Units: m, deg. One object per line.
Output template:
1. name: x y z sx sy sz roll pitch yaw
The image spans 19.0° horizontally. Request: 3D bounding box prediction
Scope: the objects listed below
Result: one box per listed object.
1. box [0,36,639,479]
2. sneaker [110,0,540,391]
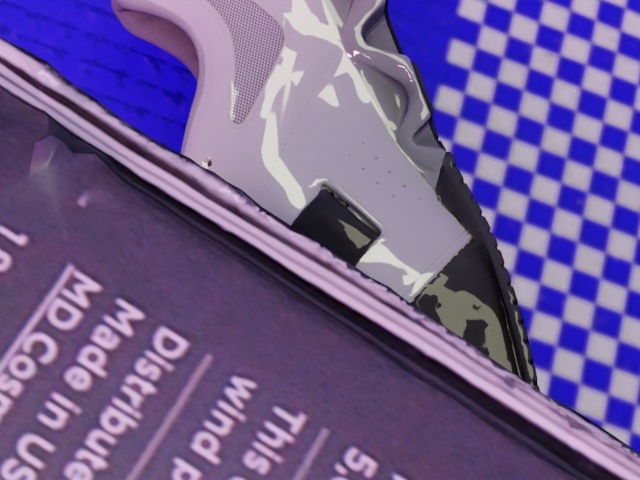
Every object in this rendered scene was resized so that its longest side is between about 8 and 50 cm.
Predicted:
1. box: -0.009 0.271 0.545 0.471 0.480 0.297 31 61 -1
2. sneaker: 0.000 0.000 0.904 0.146 0.122 0.331 -21 74 -7
